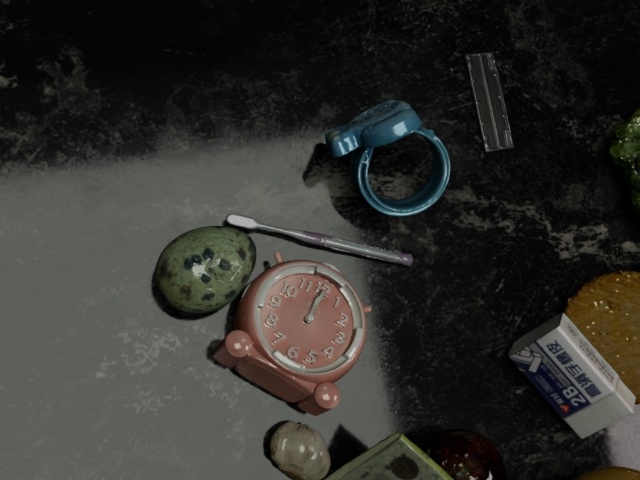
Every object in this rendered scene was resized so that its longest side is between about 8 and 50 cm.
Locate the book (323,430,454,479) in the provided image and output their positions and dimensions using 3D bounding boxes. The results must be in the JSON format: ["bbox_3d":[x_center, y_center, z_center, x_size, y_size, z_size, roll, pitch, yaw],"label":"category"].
[{"bbox_3d":[0.178,0.484,1.433,0.352,0.239,0.035,43,33,-4],"label":"book"}]

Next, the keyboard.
[{"bbox_3d":[0.332,-0.274,1.699,0.067,0.011,0.202,-9,83,-13],"label":"keyboard"}]

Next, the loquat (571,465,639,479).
[{"bbox_3d":[0.524,0.520,1.487,0.263,0.263,0.263,2,80,-13],"label":"loquat"}]

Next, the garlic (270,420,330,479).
[{"bbox_3d":[-0.031,0.357,1.471,0.113,0.074,0.094,33,69,-14],"label":"garlic"}]

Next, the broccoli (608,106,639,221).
[{"bbox_3d":[0.716,-0.159,1.631,0.321,0.283,0.304,-41,77,13],"label":"broccoli"}]

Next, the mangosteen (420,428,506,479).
[{"bbox_3d":[0.245,0.415,1.493,0.184,0.172,0.172,46,71,-32],"label":"mangosteen"}]

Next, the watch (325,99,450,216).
[{"bbox_3d":[0.126,-0.140,1.556,0.211,0.211,0.193,-31,107,-16],"label":"watch"}]

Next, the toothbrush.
[{"bbox_3d":[0.000,0.000,1.566,0.354,0.029,0.024,13,80,-13],"label":"toothbrush"}]

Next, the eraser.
[{"bbox_3d":[0.459,0.249,1.582,0.210,0.124,0.068,48,33,-2],"label":"eraser"}]

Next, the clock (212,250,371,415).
[{"bbox_3d":[-0.036,0.146,1.482,0.227,0.142,0.241,30,65,-8],"label":"clock"}]

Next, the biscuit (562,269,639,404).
[{"bbox_3d":[0.568,0.180,1.599,0.254,0.035,0.254,1,92,25],"label":"biscuit"}]

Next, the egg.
[{"bbox_3d":[-0.189,0.046,1.452,0.181,0.141,0.141,-29,88,-23],"label":"egg"}]
